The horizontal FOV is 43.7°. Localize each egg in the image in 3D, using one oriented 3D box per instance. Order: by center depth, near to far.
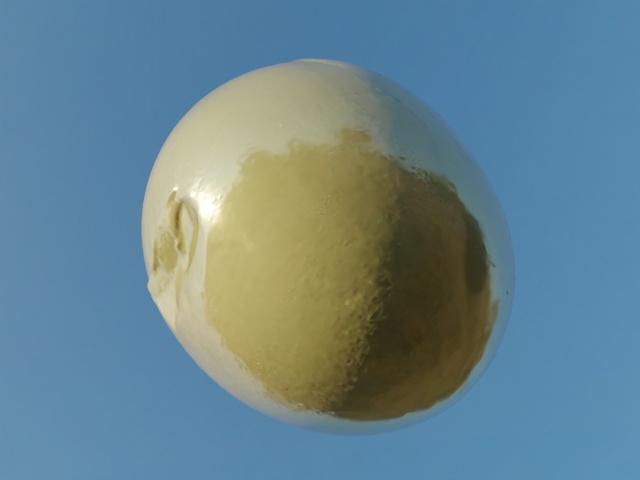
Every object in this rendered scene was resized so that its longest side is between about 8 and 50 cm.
[{"bbox_3d":[0.000,0.000,0.506,0.219,0.269,0.219,-27,-45,-30],"label":"egg"}]
